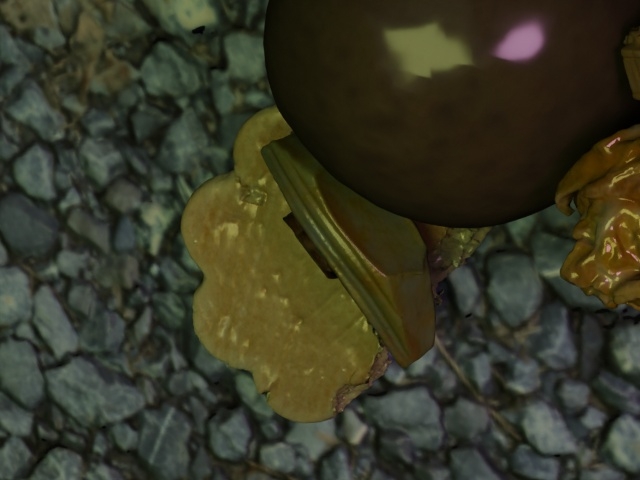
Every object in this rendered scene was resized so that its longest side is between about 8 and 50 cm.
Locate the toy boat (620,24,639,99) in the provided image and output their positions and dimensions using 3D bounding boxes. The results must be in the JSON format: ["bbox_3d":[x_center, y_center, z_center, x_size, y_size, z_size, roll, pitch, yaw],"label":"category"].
[{"bbox_3d":[0.251,-0.133,1.100,0.072,0.206,0.064,11,126,58],"label":"toy boat"}]

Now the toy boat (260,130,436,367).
[{"bbox_3d":[0.023,0.002,1.291,0.172,0.065,0.066,55,143,1],"label":"toy boat"}]

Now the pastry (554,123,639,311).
[{"bbox_3d":[0.235,-0.014,1.134,0.154,0.250,0.102,-39,67,30],"label":"pastry"}]

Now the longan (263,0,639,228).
[{"bbox_3d":[0.082,-0.112,1.167,0.248,0.248,0.248,9,111,24],"label":"longan"}]

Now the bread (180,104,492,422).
[{"bbox_3d":[0.000,0.000,1.359,0.182,0.039,0.251,41,121,9],"label":"bread"}]
